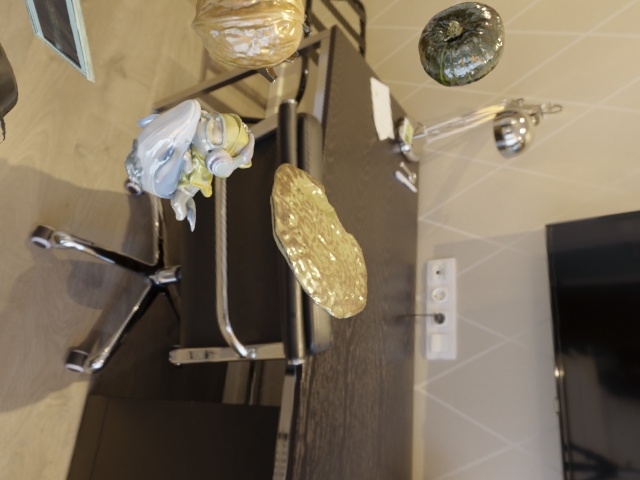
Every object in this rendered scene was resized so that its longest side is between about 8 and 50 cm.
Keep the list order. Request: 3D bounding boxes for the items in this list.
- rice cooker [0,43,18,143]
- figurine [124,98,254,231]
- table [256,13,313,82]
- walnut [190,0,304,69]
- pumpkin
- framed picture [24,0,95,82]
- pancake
[{"bbox_3d":[-0.465,-0.212,0.627,0.203,0.142,0.118,94,13,-44],"label":"rice cooker"},{"bbox_3d":[-0.190,-0.116,0.743,0.183,0.209,0.128,-13,57,-22],"label":"figurine"},{"bbox_3d":[-0.067,-0.275,0.676,0.082,0.070,0.083,39,57,-8],"label":"table"},{"bbox_3d":[-0.077,-0.238,0.547,0.124,0.105,0.105,-8,88,-16],"label":"walnut"},{"bbox_3d":[0.356,-0.498,1.283,0.157,0.223,0.224,38,52,-55],"label":"pumpkin"},{"bbox_3d":[-0.671,-0.563,1.275,0.231,0.293,0.018,39,61,6],"label":"framed picture"},{"bbox_3d":[0.000,0.000,0.706,0.235,0.029,0.212,64,26,-4],"label":"pancake"}]
